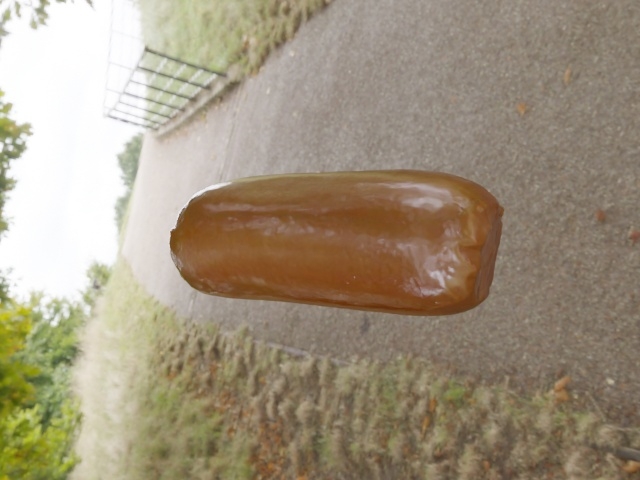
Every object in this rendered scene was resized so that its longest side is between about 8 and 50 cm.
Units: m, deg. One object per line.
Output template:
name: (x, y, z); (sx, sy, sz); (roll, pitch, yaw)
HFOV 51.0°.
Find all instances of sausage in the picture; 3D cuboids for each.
sausage: (0.000, 0.000, 0.372); (0.076, 0.197, 0.077); (-4, -85, -61)
